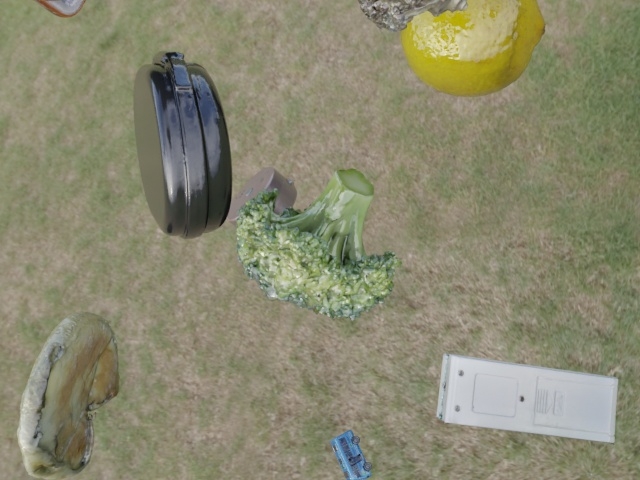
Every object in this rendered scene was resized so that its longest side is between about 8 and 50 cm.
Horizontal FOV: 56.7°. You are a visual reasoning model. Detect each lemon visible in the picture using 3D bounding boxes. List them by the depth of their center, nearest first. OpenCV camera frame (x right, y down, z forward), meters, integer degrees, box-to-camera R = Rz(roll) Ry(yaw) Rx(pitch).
[{"bbox_3d":[0.304,-0.427,1.210,0.293,0.293,0.293,-9,67,21],"label":"lemon"}]

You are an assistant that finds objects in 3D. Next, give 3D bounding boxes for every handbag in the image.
[{"bbox_3d":[-0.200,-0.136,0.844,0.308,0.093,0.253,-144,50,-61],"label":"handbag"}]

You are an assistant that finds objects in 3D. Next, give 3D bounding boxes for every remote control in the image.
[{"bbox_3d":[0.322,0.245,0.925,0.277,0.055,0.102,9,81,-8],"label":"remote control"}]

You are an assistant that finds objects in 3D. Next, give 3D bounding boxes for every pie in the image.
[{"bbox_3d":[-0.470,0.282,1.129,0.075,0.337,0.337,4,71,5],"label":"pie"}]

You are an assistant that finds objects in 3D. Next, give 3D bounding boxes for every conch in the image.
[{"bbox_3d":[0.110,-0.399,0.867,0.245,0.178,0.163,31,84,-6],"label":"conch"}]

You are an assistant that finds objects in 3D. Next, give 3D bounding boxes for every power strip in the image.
[{"bbox_3d":[-0.124,-0.081,1.268,0.154,0.078,0.154,-40,25,23],"label":"power strip"}]

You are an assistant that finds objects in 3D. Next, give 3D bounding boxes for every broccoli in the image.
[{"bbox_3d":[-0.004,0.019,1.020,0.260,0.288,0.235,136,143,-56],"label":"broccoli"}]

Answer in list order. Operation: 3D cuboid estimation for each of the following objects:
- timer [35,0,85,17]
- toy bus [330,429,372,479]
[{"bbox_3d":[-0.394,-0.466,0.779,0.161,0.257,0.250,12,82,26],"label":"timer"},{"bbox_3d":[0.052,0.372,1.016,0.046,0.038,0.083,-17,69,-24],"label":"toy bus"}]
